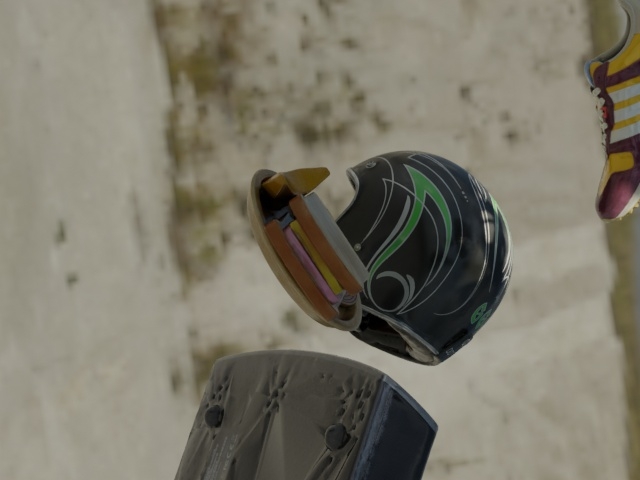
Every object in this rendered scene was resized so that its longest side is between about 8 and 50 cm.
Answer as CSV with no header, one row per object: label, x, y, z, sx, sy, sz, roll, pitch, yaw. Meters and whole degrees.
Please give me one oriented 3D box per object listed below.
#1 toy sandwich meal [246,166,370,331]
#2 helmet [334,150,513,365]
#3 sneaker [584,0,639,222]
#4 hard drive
toy sandwich meal,0.000,0.000,0.780,0.085,0.029,0.085,50,20,-25
helmet,0.081,0.007,1.608,0.161,0.169,0.169,-61,177,-14
sneaker,0.246,-0.109,1.560,0.069,0.084,0.185,-135,-116,-82
hard drive,-0.022,0.147,1.043,0.255,0.054,0.172,-5,-115,67
